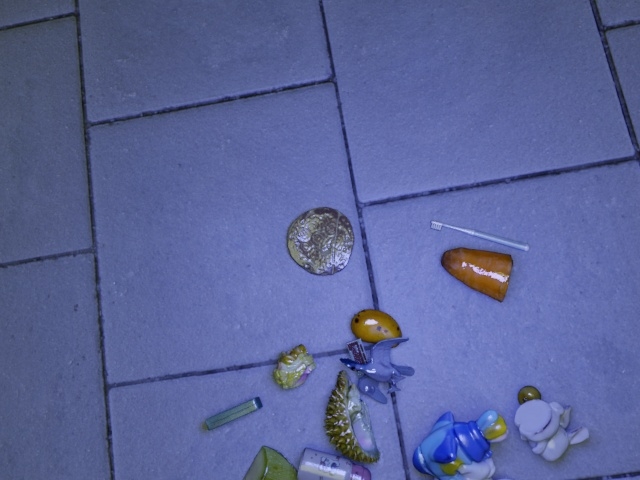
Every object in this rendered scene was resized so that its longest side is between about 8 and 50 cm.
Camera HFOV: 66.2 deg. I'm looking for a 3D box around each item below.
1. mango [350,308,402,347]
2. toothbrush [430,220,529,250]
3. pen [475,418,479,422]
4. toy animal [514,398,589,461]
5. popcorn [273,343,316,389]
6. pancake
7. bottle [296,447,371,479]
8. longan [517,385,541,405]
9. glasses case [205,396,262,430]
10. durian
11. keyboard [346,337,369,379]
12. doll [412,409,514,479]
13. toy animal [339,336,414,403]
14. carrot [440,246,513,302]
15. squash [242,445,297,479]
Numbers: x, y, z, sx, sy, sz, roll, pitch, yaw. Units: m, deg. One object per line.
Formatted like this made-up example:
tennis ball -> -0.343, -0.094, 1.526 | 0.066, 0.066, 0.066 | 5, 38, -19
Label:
mango -> 0.190, 0.293, 1.654 | 0.177, 0.090, 0.115 | 14, 95, 5
toothbrush -> 0.550, -0.016, 1.705 | 0.341, 0.025, 0.030 | 14, 88, 8
pen -> 0.476, 0.626, 1.599 | 0.204, 0.025, 0.025 | -37, 79, -1
toy animal -> 0.703, 0.575, 1.513 | 0.193, 0.127, 0.179 | 37, 99, -22
popcorn -> -0.089, 0.424, 1.642 | 0.145, 0.125, 0.126 | -33, 87, 9
pancake -> 0.000, 0.000, 1.752 | 0.249, 0.031, 0.250 | -1, 80, 5
bottle -> 0.046, 0.750, 1.577 | 0.233, 0.110, 0.110 | 13, 81, 8
longan -> 0.667, 0.503, 1.575 | 0.075, 0.083, 0.075 | -2, 87, 44
glasses case -> -0.290, 0.582, 1.655 | 0.184, 0.078, 0.040 | -24, 76, 1
durian -> 0.097, 0.575, 1.588 | 0.166, 0.172, 0.307 | -11, 69, -21
keyboard -> 0.137, 0.408, 1.642 | 0.055, 0.017, 0.166 | -18, 103, 1
doll -> 0.426, 0.679, 1.513 | 0.375, 0.187, 0.366 | -12, 108, -13
toy animal -> 0.196, 0.414, 1.602 | 0.176, 0.255, 0.239 | 35, 108, 44
carrot -> 0.510, 0.093, 1.626 | 0.224, 0.159, 0.159 | 18, 82, 11
squash -> -0.165, 0.800, 1.601 | 0.184, 0.085, 0.192 | 29, 85, 10
